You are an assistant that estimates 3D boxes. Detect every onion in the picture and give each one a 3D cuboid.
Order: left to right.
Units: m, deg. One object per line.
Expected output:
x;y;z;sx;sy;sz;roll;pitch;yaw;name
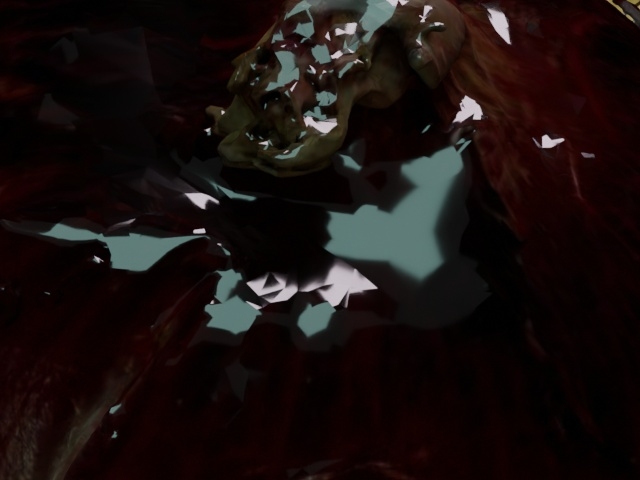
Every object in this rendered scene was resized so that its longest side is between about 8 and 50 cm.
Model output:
0.000;0.000;0.600;0.313;0.232;0.314;6;44;-6;onion
